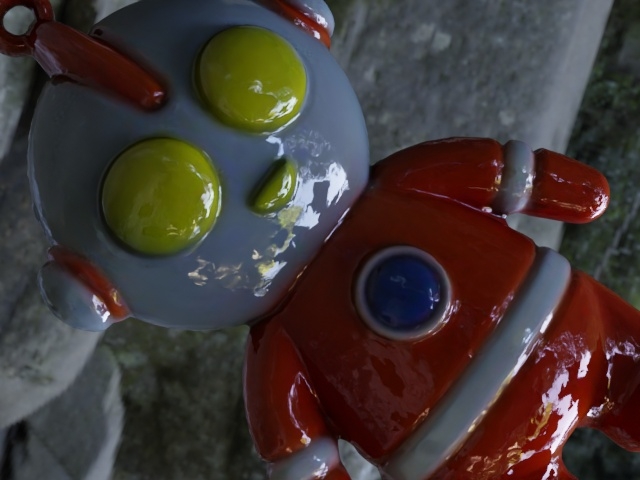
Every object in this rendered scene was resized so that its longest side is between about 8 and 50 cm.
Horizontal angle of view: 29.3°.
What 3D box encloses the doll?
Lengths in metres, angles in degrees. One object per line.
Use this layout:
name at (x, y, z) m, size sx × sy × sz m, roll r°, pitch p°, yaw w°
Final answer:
doll at (0.000, 0.000, 0.505) m, size 0.200 × 0.336 × 0.105 m, roll -52°, pitch 180°, yaw -9°
